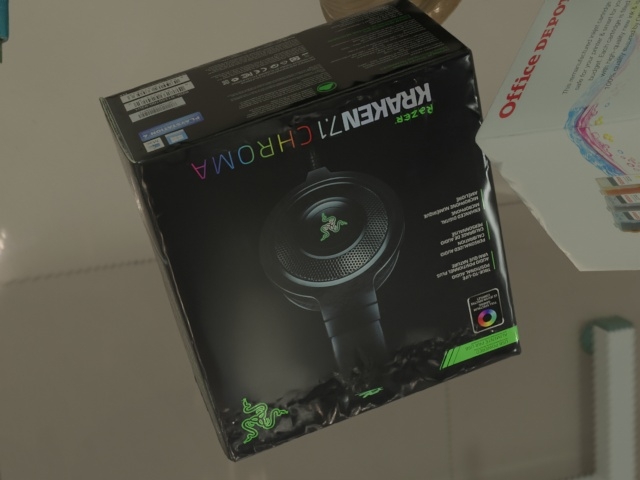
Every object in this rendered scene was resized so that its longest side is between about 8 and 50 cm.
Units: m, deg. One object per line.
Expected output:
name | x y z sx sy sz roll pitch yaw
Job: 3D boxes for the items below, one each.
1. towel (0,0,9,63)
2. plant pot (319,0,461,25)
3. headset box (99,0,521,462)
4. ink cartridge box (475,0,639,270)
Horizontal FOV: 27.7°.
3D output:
towel | -0.326 -0.272 0.758 0.271 0.040 0.370 -5 84 -4
plant pot | 0.064 -0.338 1.453 0.109 0.237 0.237 21 95 -42
headset box | 0.000 0.000 0.972 0.246 0.131 0.283 -19 122 -9
ink cartridge box | 0.204 -0.069 0.717 0.127 0.176 0.128 47 59 -31
